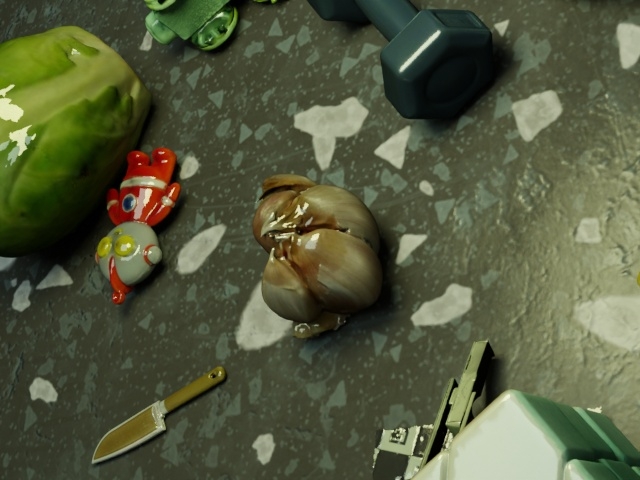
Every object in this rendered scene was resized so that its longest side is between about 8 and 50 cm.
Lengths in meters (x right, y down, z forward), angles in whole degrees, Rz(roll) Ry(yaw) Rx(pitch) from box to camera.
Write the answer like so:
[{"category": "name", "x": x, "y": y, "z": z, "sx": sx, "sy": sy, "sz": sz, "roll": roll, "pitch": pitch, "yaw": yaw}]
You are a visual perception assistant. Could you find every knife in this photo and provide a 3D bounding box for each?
[{"category": "knife", "x": -0.231, "y": 0.249, "z": 1.779, "sx": 0.256, "sy": 0.022, "sz": 0.046, "roll": -33, "pitch": 58, "yaw": 22}]

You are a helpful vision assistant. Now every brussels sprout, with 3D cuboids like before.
[{"category": "brussels sprout", "x": -0.435, "y": -0.149, "z": 1.948, "sx": 0.276, "sy": 0.315, "sz": 0.371, "roll": 38, "pitch": 90, "yaw": 18}]

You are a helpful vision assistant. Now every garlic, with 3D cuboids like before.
[{"category": "garlic", "x": 0.000, "y": 0.000, "z": 1.633, "sx": 0.160, "sy": 0.191, "sz": 0.214, "roll": -5, "pitch": 53, "yaw": 9}]

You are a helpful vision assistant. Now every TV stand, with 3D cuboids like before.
[{"category": "TV stand", "x": 0.151, "y": 0.215, "z": 1.427, "sx": 0.042, "sy": 0.036, "sz": 0.249, "roll": -5, "pitch": 42, "yaw": 32}]

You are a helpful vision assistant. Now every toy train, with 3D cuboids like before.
[{"category": "toy train", "x": -0.169, "y": -0.423, "z": 1.950, "sx": 0.272, "sy": 0.159, "sz": 0.188, "roll": -40, "pitch": 42, "yaw": 16}]

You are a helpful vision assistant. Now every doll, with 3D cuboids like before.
[{"category": "doll", "x": -0.278, "y": -0.021, "z": 1.902, "sx": 0.142, "sy": 0.076, "sz": 0.245, "roll": -2, "pitch": 65, "yaw": 37}]

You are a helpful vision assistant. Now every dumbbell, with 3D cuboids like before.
[{"category": "dumbbell", "x": 0.097, "y": -0.301, "z": 1.697, "sx": 0.144, "sy": 0.156, "sz": 0.316, "roll": -26, "pitch": 51, "yaw": -11}]

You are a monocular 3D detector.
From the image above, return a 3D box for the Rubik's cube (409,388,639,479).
[{"category": "Rubik's cube", "x": 0.210, "y": 0.361, "z": 1.170, "sx": 0.319, "sy": 0.316, "sz": 0.322, "roll": -46, "pitch": 64, "yaw": 12}]

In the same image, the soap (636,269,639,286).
[{"category": "soap", "x": 0.391, "y": 0.046, "z": 1.405, "sx": 0.089, "sy": 0.012, "sz": 0.034, "roll": 14, "pitch": 79, "yaw": 40}]

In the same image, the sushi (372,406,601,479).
[{"category": "sushi", "x": 0.188, "y": 0.297, "z": 1.424, "sx": 0.280, "sy": 0.043, "sz": 0.192, "roll": -9, "pitch": 60, "yaw": 25}]
